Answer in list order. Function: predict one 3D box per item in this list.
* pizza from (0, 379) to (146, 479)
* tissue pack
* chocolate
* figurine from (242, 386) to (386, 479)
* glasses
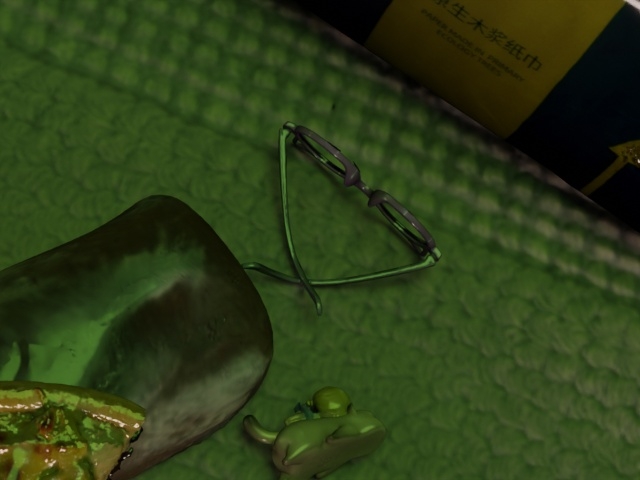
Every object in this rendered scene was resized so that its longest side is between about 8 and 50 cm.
[{"bbox_3d":[-0.175,0.128,1.022,0.160,0.036,0.099,-3,84,-10],"label":"pizza"},{"bbox_3d":[0.170,-0.226,1.265,0.417,0.253,0.264,33,59,0],"label":"tissue pack"},{"bbox_3d":[-0.143,0.068,1.106,0.254,0.080,0.157,-30,78,-28],"label":"chocolate"},{"bbox_3d":[-0.003,0.119,1.156,0.083,0.047,0.050,-16,61,-30],"label":"figurine"},{"bbox_3d":[0.000,0.000,1.224,0.140,0.062,0.104,40,81,2],"label":"glasses"}]
